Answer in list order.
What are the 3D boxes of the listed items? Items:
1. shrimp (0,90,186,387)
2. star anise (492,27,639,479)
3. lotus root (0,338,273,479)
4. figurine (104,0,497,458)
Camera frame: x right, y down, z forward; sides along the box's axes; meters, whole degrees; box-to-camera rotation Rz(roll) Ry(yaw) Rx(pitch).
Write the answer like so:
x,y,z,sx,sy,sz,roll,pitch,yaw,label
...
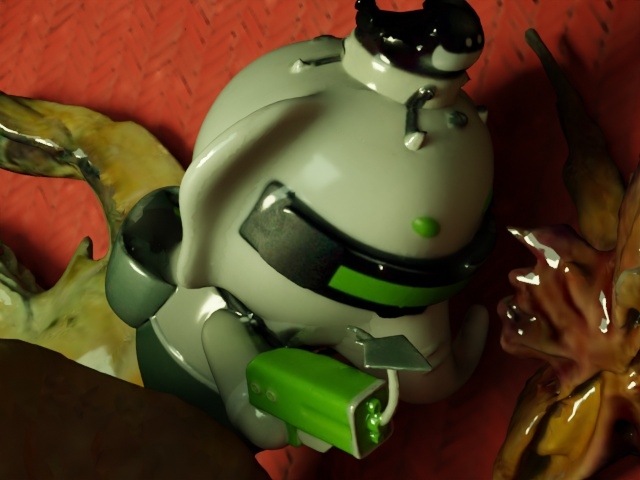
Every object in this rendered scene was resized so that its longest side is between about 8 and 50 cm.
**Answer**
x,y,z,sx,sy,sz,roll,pitch,yaw,label
-0.127,0.000,0.689,0.145,0.059,0.254,-50,59,10,shrimp
0.109,0.011,0.547,0.158,0.144,0.140,-22,114,34,star anise
-0.113,0.220,0.453,0.111,0.375,0.390,1,96,35,lotus root
0.000,0.000,0.550,0.126,0.147,0.192,35,125,12,figurine
